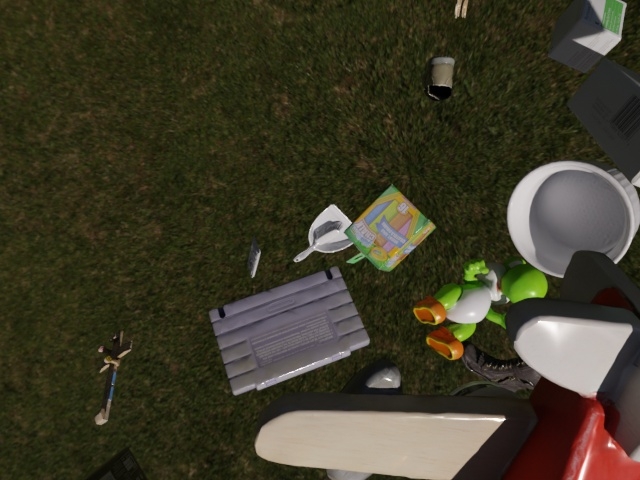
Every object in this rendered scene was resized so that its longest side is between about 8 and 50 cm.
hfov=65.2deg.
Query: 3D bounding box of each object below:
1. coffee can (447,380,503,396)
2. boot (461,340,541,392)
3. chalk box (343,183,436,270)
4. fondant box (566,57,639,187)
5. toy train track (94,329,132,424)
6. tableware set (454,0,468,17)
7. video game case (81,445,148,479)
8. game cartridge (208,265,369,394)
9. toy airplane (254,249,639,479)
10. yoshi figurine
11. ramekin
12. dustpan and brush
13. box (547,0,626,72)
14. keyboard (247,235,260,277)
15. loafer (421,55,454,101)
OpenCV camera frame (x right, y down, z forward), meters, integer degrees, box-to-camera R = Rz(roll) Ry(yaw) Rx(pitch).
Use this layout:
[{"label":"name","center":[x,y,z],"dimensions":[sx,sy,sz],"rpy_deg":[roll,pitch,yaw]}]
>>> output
[{"label":"coffee can","center":[0.431,0.510,1.223],"dimensions":[0.202,0.275,0.201],"rpy_deg":[-3,113,-7]},{"label":"boot","center":[0.614,0.404,1.641],"dimensions":[0.263,0.091,0.229],"rpy_deg":[44,143,-2]},{"label":"chalk box","center":[0.154,-0.010,1.217],"dimensions":[0.213,0.132,0.132],"rpy_deg":[-46,73,11]},{"label":"fondant box","center":[0.581,-0.138,0.772],"dimensions":[0.330,0.238,0.096],"rpy_deg":[17,129,-16]},{"label":"toy train track","center":[-0.180,0.111,0.420],"dimensions":[0.048,0.083,0.014],"rpy_deg":[-36,132,26]},{"label":"tableware set","center":[0.445,-0.766,1.555],"dimensions":[0.020,0.169,0.141],"rpy_deg":[14,116,19]},{"label":"video game case","center":[-0.283,0.463,0.787],"dimensions":[0.035,0.275,0.248],"rpy_deg":[-33,84,-14]},{"label":"game cartridge","center":[-0.079,0.224,1.258],"dimensions":[0.355,0.068,0.230],"rpy_deg":[-18,69,-10]},{"label":"toy airplane","center":[0.193,0.191,0.443],"dimensions":[0.384,0.272,0.386],"rpy_deg":[-37,99,3]},{"label":"yoshi figurine","center":[0.433,0.147,1.278],"dimensions":[0.362,0.203,0.203],"rpy_deg":[-28,55,-23]},{"label":"ramekin","center":[0.601,-0.060,1.182],"dimensions":[0.277,0.135,0.277],"rpy_deg":[18,116,41]},{"label":"dustpan and brush","center":[0.000,0.000,1.534],"dimensions":[0.211,0.060,0.147],"rpy_deg":[-32,119,27]},{"label":"box","center":[0.507,-0.401,0.954],"dimensions":[0.087,0.102,0.101],"rpy_deg":[23,67,-2]},{"label":"keyboard","center":[-0.264,0.068,1.960],"dimensions":[0.014,0.256,0.072],"rpy_deg":[-18,70,-21]},{"label":"loafer","center":[0.333,-0.443,1.436],"dimensions":[0.094,0.251,0.087],"rpy_deg":[6,88,13]}]
